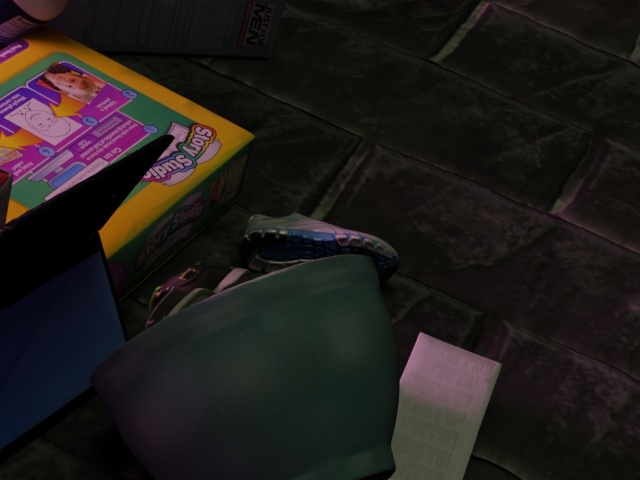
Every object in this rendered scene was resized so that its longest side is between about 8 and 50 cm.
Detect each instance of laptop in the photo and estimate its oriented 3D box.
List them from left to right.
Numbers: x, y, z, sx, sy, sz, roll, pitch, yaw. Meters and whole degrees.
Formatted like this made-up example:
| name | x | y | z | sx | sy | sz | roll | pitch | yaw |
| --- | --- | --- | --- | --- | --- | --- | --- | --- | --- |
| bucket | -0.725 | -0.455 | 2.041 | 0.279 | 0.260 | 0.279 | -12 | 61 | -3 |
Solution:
| name | x | y | z | sx | sy | sz | roll | pitch | yaw |
| --- | --- | --- | --- | --- | --- | --- | --- | --- | --- |
| laptop | -0.232 | 0.058 | 1.560 | 0.136 | 0.264 | 0.234 | 49 | 42 | 4 |

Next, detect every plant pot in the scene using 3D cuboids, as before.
| name | x | y | z | sx | sy | sz | roll | pitch | yaw |
| --- | --- | --- | --- | --- | --- | --- | --- | --- | --- |
| plant pot | -0.045 | 0.164 | 1.547 | 0.293 | 0.293 | 0.196 | -14 | 73 | -36 |

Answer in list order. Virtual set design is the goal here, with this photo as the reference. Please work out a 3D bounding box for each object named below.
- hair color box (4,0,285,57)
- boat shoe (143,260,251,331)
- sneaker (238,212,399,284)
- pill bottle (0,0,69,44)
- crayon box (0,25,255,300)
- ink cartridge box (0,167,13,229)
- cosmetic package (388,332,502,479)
| name | x | y | z | sx | sy | sz | roll | pitch | yaw |
| --- | --- | --- | --- | --- | --- | --- | --- | --- | --- |
| hair color box | -0.255 | -0.349 | 2.240 | 0.375 | 0.113 | 0.185 | 0 | 39 | -24 |
| boat shoe | -0.142 | 0.074 | 1.736 | 0.069 | 0.081 | 0.228 | 13 | 14 | 15 |
| sneaker | 0.000 | 0.000 | 1.929 | 0.191 | 0.071 | 0.083 | 12 | 31 | -9 |
| pill bottle | -0.399 | -0.319 | 1.998 | 0.265 | 0.153 | 0.153 | -22 | 29 | 22 |
| crayon box | -0.299 | -0.080 | 1.876 | 0.313 | 0.106 | 0.363 | 29 | 38 | 13 |
| ink cartridge box | -0.411 | 0.045 | 1.523 | 0.130 | 0.271 | 0.309 | 20 | 37 | 4 |
| cosmetic package | 0.113 | 0.201 | 1.715 | 0.099 | 0.060 | 0.239 | 20 | 36 | 7 |
